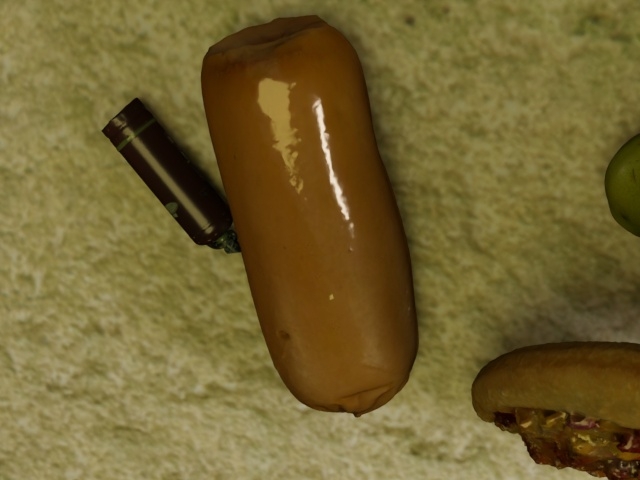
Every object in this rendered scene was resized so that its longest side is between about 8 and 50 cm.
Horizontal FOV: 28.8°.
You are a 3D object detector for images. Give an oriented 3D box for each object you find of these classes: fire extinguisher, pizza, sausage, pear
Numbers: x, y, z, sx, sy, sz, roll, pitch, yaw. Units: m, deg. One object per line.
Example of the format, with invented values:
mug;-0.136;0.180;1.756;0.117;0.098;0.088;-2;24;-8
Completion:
fire extinguisher;-0.120;-0.046;1.050;0.158;0.043;0.064;51;144;-8
pizza;0.238;0.146;0.941;0.229;0.081;0.289;24;162;-24
sausage;0.001;0.002;1.001;0.134;0.116;0.354;-16;112;-1
pear;0.258;-0.046;0.924;0.092;0.092;0.097;17;115;8
